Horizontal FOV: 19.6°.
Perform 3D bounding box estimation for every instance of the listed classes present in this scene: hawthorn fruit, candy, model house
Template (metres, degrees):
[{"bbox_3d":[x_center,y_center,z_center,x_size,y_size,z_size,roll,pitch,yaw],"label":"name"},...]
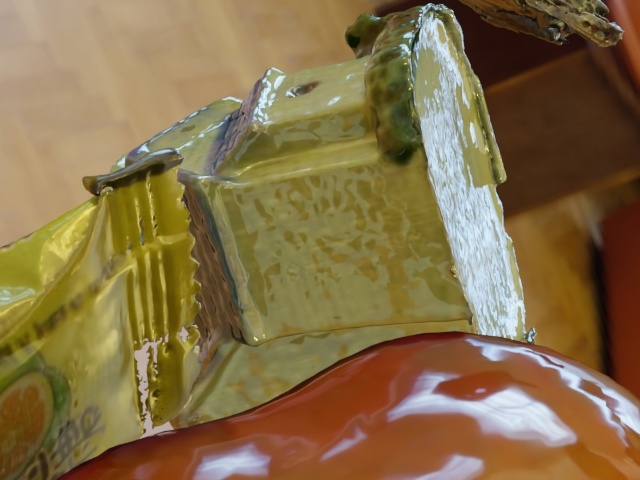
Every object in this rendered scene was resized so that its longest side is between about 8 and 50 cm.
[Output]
[{"bbox_3d":[0.059,0.285,0.830,0.472,0.472,0.471,44,35,-42],"label":"hawthorn fruit"},{"bbox_3d":[-0.180,0.082,0.873,0.081,0.297,0.187,43,-32,37],"label":"candy"},{"bbox_3d":[0.000,0.000,1.385,0.261,0.266,0.321,-77,151,-62],"label":"model house"}]

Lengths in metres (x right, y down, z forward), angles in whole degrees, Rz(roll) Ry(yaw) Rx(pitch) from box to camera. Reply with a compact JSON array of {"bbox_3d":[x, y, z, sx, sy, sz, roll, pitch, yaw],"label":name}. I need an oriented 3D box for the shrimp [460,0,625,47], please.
[{"bbox_3d":[0.073,-0.159,0.877,0.190,0.101,0.042,45,28,1],"label":"shrimp"}]
